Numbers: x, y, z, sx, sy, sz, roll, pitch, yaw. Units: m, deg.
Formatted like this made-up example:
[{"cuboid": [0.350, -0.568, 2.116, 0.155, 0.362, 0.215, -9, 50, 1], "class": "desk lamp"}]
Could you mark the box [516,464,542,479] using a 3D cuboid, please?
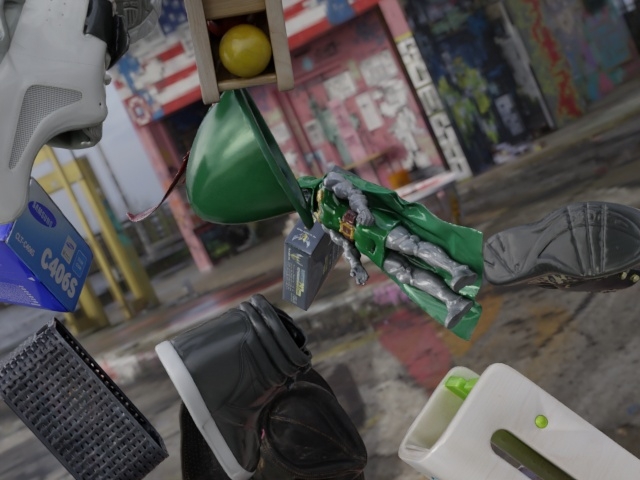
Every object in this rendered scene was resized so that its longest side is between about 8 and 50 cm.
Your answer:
[{"cuboid": [0.436, 0.453, 1.448, 0.381, 0.191, 0.143, 16, 16, 34], "class": "box"}]

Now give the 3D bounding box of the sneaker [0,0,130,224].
[{"cuboid": [-0.212, -0.149, 0.815, 0.122, 0.146, 0.330, -7, 44, 34], "class": "sneaker"}]

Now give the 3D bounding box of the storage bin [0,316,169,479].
[{"cuboid": [-0.250, 0.177, 1.102, 0.084, 0.180, 0.122, -40, 10, -9], "class": "storage bin"}]

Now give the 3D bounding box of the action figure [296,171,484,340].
[{"cuboid": [0.056, -0.004, 1.040, 0.063, 0.137, 0.232, -28, 47, -34], "class": "action figure"}]

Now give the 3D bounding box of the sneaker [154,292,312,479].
[{"cuboid": [-0.069, 0.165, 1.163, 0.147, 0.104, 0.296, -30, -33, -9], "class": "sneaker"}]

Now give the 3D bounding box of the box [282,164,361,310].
[{"cuboid": [0.000, 0.000, 1.914, 0.183, 0.059, 0.233, -56, -14, -26], "class": "box"}]

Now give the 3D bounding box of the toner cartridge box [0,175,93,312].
[{"cuboid": [-0.425, -0.015, 1.085, 0.347, 0.075, 0.165, 8, -25, 15], "class": "toner cartridge box"}]

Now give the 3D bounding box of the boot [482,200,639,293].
[{"cuboid": [0.327, 0.013, 1.232, 0.178, 0.085, 0.236, 6, -13, -37], "class": "boot"}]

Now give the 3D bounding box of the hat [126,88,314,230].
[{"cuboid": [-0.122, -0.044, 0.998, 0.183, 0.173, 0.208, -27, -29, 3], "class": "hat"}]

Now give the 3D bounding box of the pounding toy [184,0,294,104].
[{"cuboid": [-0.043, -0.248, 0.829, 0.154, 0.269, 0.154, -10, 28, -3], "class": "pounding toy"}]

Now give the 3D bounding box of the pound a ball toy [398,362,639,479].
[{"cuboid": [0.223, 0.257, 0.995, 0.136, 0.319, 0.208, -54, 4, -12], "class": "pound a ball toy"}]

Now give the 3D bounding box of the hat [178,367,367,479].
[{"cuboid": [-0.028, 0.273, 1.438, 0.134, 0.331, 0.331, -28, 2, 41], "class": "hat"}]

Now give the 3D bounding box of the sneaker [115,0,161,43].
[{"cuboid": [-0.272, -0.249, 1.087, 0.232, 0.090, 0.115, -11, 22, -43], "class": "sneaker"}]
